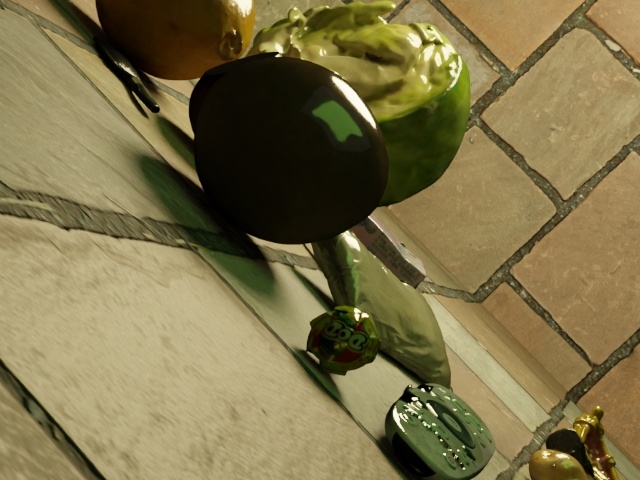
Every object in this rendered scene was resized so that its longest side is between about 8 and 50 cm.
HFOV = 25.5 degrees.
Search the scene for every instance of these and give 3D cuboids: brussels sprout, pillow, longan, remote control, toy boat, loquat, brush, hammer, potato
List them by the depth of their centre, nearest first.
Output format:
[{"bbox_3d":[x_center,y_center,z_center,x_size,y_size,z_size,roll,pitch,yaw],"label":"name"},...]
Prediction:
[{"bbox_3d":[0.102,0.169,1.225,0.097,0.045,0.256,45,9,13],"label":"remote control"},{"bbox_3d":[-0.032,-0.086,1.394,0.198,0.198,0.212,40,14,-39],"label":"longan"},{"bbox_3d":[0.075,0.076,1.561,0.230,0.050,0.148,35,34,-47],"label":"pillow"},{"bbox_3d":[-0.213,-0.182,1.597,0.063,0.016,0.193,39,8,-36],"label":"brush"},{"bbox_3d":[0.373,0.371,1.623,0.365,0.043,0.111,55,-8,42],"label":"hammer"},{"bbox_3d":[0.277,0.278,1.632,0.083,0.062,0.068,66,22,1],"label":"potato"},{"bbox_3d":[-0.187,-0.295,1.778,0.234,0.176,0.187,36,2,23],"label":"loquat"},{"bbox_3d":[0.388,0.332,1.806,0.141,0.099,0.318,43,9,-33],"label":"toy boat"},{"bbox_3d":[0.050,-0.207,2.272,0.371,0.315,0.276,7,50,-17],"label":"brussels sprout"}]

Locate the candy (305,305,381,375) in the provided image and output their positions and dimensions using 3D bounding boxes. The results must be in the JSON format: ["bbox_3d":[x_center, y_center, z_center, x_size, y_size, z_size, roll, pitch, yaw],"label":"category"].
[{"bbox_3d":[0.023,0.093,1.238,0.062,0.058,0.194,14,-8,6],"label":"candy"}]

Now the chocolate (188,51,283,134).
[{"bbox_3d":[-0.072,-0.130,1.639,0.177,0.177,0.177,44,6,-6],"label":"chocolate"}]

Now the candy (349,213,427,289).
[{"bbox_3d":[0.067,0.011,1.911,0.160,0.073,0.092,45,10,-8],"label":"candy"}]
